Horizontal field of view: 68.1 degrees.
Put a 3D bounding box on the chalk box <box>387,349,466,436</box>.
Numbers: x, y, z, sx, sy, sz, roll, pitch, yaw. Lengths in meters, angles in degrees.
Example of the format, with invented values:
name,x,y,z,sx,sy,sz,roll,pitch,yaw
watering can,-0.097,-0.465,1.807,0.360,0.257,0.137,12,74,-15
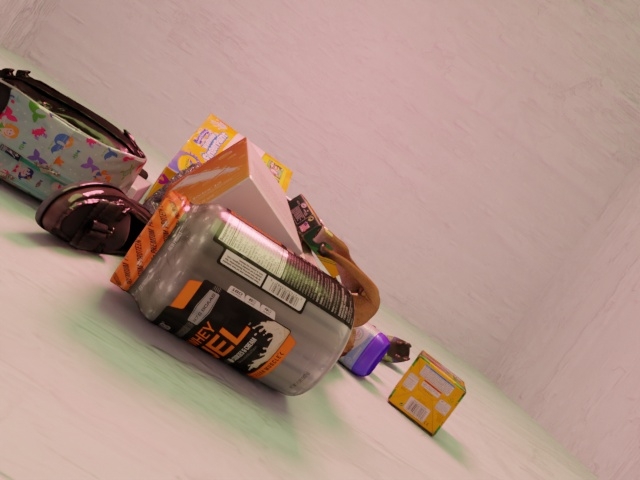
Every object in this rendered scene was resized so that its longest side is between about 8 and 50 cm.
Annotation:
name,x,y,z,sx,sy,sz,roll,pitch,yaw
chalk box,0.263,0.361,1.157,0.132,0.132,0.213,36,2,16

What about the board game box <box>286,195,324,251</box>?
name,x,y,z,sx,sy,sz,roll,pitch,yaw
board game box,-0.196,-0.069,2.037,0.390,0.050,0.390,35,-32,7

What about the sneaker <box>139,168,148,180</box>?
name,x,y,z,sx,sy,sz,roll,pitch,yaw
sneaker,-0.646,-0.239,1.511,0.077,0.071,0.178,21,-15,41

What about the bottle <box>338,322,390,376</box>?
name,x,y,z,sx,sy,sz,roll,pitch,yaw
bottle,0.032,0.207,1.169,0.283,0.118,0.092,37,3,22

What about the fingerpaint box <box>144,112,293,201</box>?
name,x,y,z,sx,sy,sz,roll,pitch,yaw
fingerpaint box,-0.315,-0.185,1.592,0.371,0.163,0.444,34,31,-17

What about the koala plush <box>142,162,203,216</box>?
name,x,y,z,sx,sy,sz,roll,pitch,yaw
koala plush,-0.322,-0.072,1.276,0.221,0.203,0.196,47,1,-6

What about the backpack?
name,x,y,z,sx,sy,sz,roll,pitch,yaw
backpack,-0.453,-0.162,0.850,0.254,0.191,0.225,25,6,-23

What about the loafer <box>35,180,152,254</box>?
name,x,y,z,sx,sy,sz,roll,pitch,yaw
loafer,-0.342,-0.025,0.799,0.095,0.109,0.302,39,0,4

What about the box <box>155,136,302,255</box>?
name,x,y,z,sx,sy,sz,roll,pitch,yaw
box,-0.185,-0.051,0.934,0.168,0.215,0.345,57,4,-24

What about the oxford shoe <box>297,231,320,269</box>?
name,x,y,z,sx,sy,sz,roll,pitch,yaw
oxford shoe,-0.083,0.082,1.677,0.130,0.169,0.449,38,6,-14

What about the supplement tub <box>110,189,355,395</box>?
name,x,y,z,sx,sy,sz,roll,pitch,yaw
supplement tub,-0.123,0.076,0.696,0.316,0.193,0.193,34,2,-16

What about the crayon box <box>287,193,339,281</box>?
name,x,y,z,sx,sy,sz,roll,pitch,yaw
crayon box,0.000,0.000,1.736,0.318,0.081,0.202,55,3,-44

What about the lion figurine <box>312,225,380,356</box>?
name,x,y,z,sx,sy,sz,roll,pitch,yaw
lion figurine,0.019,0.133,0.928,0.240,0.142,0.392,37,-25,-6

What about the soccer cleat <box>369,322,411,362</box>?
name,x,y,z,sx,sy,sz,roll,pitch,yaw
soccer cleat,0.162,0.321,1.473,0.289,0.093,0.121,28,-25,-36

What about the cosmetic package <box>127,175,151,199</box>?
name,x,y,z,sx,sy,sz,roll,pitch,yaw
cosmetic package,-0.483,-0.126,1.112,0.117,0.085,0.231,35,0,-14
